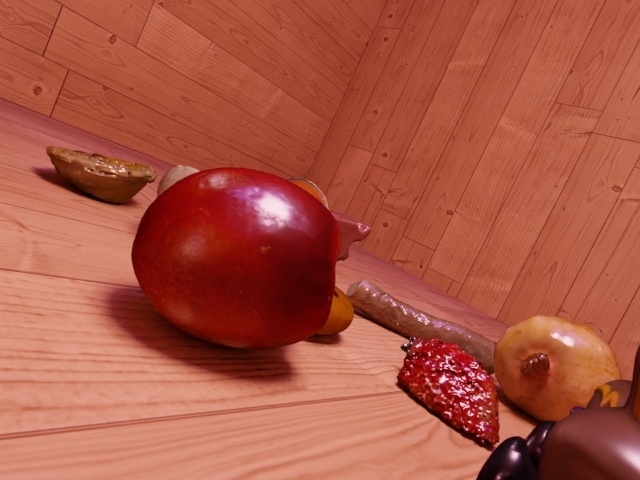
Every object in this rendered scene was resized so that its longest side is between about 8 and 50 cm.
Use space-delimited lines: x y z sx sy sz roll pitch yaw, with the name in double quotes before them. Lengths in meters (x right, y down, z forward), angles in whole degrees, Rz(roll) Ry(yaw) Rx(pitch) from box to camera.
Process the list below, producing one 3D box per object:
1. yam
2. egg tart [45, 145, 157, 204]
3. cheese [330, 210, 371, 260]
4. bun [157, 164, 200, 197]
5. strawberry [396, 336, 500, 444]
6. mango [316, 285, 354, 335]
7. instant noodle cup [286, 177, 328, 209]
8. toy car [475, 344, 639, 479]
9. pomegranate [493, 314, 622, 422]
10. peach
"yam" 0.221 0.182 0.985 0.357 0.081 0.081 27 5 2
"egg tart" -0.476 -0.144 0.987 0.232 0.098 0.252 12 8 -41
"cheese" -0.020 0.018 0.988 0.203 0.177 0.128 12 12 -39
"bun" -0.180 -0.030 0.840 0.259 0.159 0.259 19 -4 1
"strawberry" 0.187 0.199 0.653 0.140 0.085 0.192 27 7 3
"mango" -0.011 0.101 0.705 0.178 0.090 0.115 31 -8 -40
"instant noodle cup" -0.118 -0.057 1.171 0.230 0.230 0.182 28 15 29
"toy car" 0.302 0.193 0.348 0.271 0.240 0.341 31 11 37
"pomegranate" 0.422 0.237 0.814 0.207 0.207 0.207 25 5 -2
"peach" -0.092 0.018 0.528 0.244 0.199 0.243 18 -3 1
